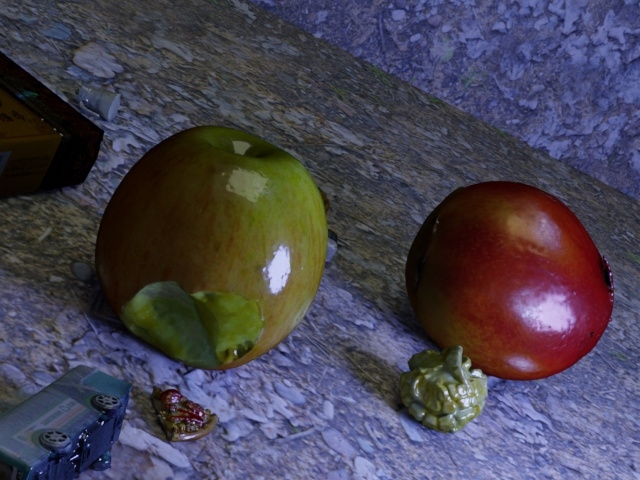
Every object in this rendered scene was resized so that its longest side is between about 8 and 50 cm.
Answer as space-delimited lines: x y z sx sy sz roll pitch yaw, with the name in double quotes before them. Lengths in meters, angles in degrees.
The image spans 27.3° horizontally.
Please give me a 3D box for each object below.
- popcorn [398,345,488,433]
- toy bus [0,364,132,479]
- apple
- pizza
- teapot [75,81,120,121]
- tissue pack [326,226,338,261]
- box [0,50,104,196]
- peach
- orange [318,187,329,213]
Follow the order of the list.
"popcorn" 0.192 0.238 2.068 0.141 0.162 0.136 8 57 4
"toy bus" -0.300 0.225 1.486 0.109 0.091 0.261 23 18 12
"apple" -0.151 0.002 1.885 0.339 0.340 0.339 26 21 -11
"pizza" -0.178 0.230 1.708 0.100 0.029 0.099 26 22 -9
"teapot" -0.425 -0.263 2.485 0.083 0.057 0.067 25 50 2
"tissue pack" 0.000 0.000 2.449 0.062 0.042 0.083 29 21 -8
"box" -0.556 -0.180 2.025 0.264 0.116 0.415 36 22 19
"peach" 0.340 0.071 2.322 0.370 0.370 0.370 26 21 -11
"orange" -0.022 -0.065 2.543 0.086 0.062 0.086 -11 11 2
